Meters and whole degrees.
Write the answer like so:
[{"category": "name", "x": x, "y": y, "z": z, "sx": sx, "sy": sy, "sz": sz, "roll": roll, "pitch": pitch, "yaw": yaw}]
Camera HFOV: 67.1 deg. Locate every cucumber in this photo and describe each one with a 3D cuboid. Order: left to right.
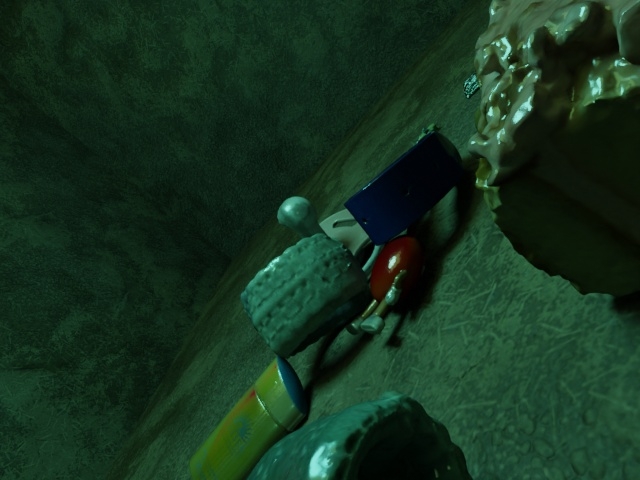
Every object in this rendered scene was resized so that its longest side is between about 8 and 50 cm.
[{"category": "cucumber", "x": 0.495, "y": -0.509, "z": 1.389, "sx": 0.220, "sy": 0.046, "sz": 0.070, "roll": -44, "pitch": 6, "yaw": 29}]

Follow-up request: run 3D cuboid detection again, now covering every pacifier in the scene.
[{"category": "pacifier", "x": 0.005, "y": 0.021, "z": 1.190, "sx": 0.332, "sy": 0.273, "sz": 0.220, "roll": -57, "pitch": -2, "yaw": -29}]

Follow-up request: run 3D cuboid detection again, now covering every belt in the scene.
[{"category": "belt", "x": 0.178, "y": -0.117, "z": 1.001, "sx": 0.212, "sy": 0.117, "sz": 0.347, "roll": -39, "pitch": 1, "yaw": 34}]

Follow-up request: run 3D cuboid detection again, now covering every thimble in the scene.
[{"category": "thimble", "x": -0.023, "y": 0.111, "z": 0.972, "sx": 0.250, "sy": 0.172, "sz": 0.205, "roll": -36, "pitch": -15, "yaw": -10}, {"category": "thimble", "x": 0.036, "y": 0.249, "z": 0.430, "sx": 0.143, "sy": 0.198, "sz": 0.235, "roll": -38, "pitch": 23, "yaw": 38}]

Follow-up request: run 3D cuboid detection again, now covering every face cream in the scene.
[{"category": "face cream", "x": -0.135, "y": 0.370, "z": 0.932, "sx": 0.285, "sy": 0.067, "sz": 0.139, "roll": -50, "pitch": 44, "yaw": 1}]

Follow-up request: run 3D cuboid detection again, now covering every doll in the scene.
[{"category": "doll", "x": 0.128, "y": 0.076, "z": 0.884, "sx": 0.217, "sy": 0.085, "sz": 0.183, "roll": -61, "pitch": 5, "yaw": -16}]

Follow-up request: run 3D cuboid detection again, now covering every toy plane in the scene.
[{"category": "toy plane", "x": 0.314, "y": -0.312, "z": 1.454, "sx": 0.111, "sy": 0.040, "sz": 0.102, "roll": -48, "pitch": -6, "yaw": 4}]

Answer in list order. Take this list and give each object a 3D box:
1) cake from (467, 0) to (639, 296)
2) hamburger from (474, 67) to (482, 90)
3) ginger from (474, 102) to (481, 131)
[{"category": "cake", "x": 0.312, "y": -0.151, "z": 0.423, "sx": 0.306, "sy": 0.293, "sz": 0.315, "roll": -35, "pitch": 26, "yaw": 57}, {"category": "hamburger", "x": 0.448, "y": -0.432, "z": 1.218, "sx": 0.102, "sy": 0.087, "sz": 0.176, "roll": -43, "pitch": 12, "yaw": 38}, {"category": "ginger", "x": 0.352, "y": -0.163, "z": 0.726, "sx": 0.218, "sy": 0.123, "sz": 0.270, "roll": -28, "pitch": 39, "yaw": 19}]
